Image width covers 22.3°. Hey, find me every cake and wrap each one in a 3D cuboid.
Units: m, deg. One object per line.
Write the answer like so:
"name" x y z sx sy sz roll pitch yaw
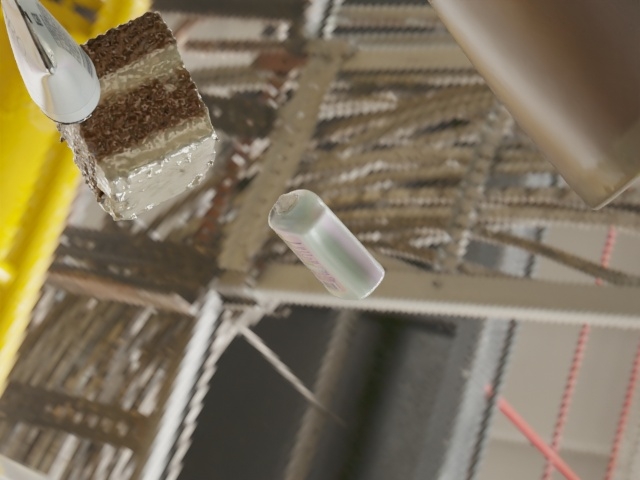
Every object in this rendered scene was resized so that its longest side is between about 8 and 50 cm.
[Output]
"cake" -0.175 -0.113 1.541 0.134 0.135 0.147 -30 -104 -16

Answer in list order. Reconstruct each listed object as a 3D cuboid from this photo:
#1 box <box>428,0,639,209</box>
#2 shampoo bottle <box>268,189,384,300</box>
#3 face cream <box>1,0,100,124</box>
"box" 0.168 -0.190 0.729 0.301 0.301 0.216 -40 -95 5
"shampoo bottle" 0.000 0.000 1.303 0.043 0.099 0.072 -48 -154 -12
"face cream" -0.213 -0.143 1.275 0.058 0.244 0.092 -28 -97 -5
